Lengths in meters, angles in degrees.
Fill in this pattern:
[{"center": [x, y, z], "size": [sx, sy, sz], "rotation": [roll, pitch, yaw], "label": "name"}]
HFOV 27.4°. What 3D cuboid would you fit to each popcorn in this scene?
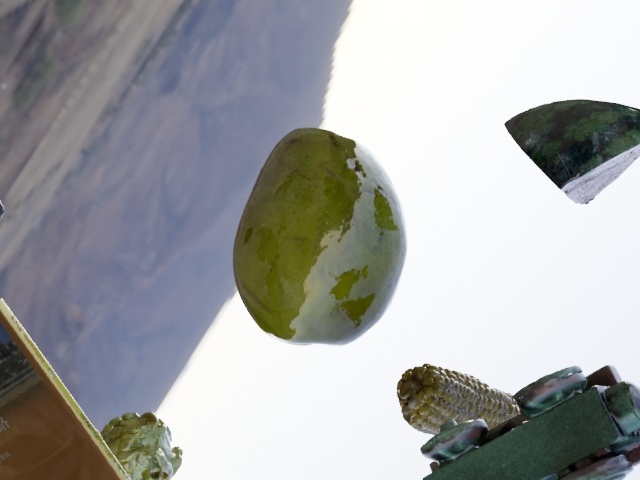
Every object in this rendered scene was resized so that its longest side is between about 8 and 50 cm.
[{"center": [-0.294, 0.343, 2.094], "size": [0.141, 0.135, 0.162], "rotation": [-50, 179, -37], "label": "popcorn"}]

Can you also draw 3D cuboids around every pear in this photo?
[{"center": [0.000, 0.000, 1.858], "size": [0.253, 0.253, 0.307], "rotation": [149, -48, -74], "label": "pear"}]

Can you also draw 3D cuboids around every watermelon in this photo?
[{"center": [0.367, -0.133, 1.798], "size": [0.207, 0.136, 0.202], "rotation": [-15, 171, -1], "label": "watermelon"}]

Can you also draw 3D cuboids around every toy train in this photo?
[{"center": [0.259, 0.248, 1.507], "size": [0.304, 0.150, 0.221], "rotation": [-33, 158, 26], "label": "toy train"}]

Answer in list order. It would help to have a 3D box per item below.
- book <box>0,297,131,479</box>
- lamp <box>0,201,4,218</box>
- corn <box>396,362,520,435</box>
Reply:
[{"center": [-0.401, 0.288, 1.712], "size": [0.262, 0.374, 0.028], "rotation": [-31, -174, 24], "label": "book"}, {"center": [-0.617, -0.085, 2.058], "size": [0.101, 0.250, 0.101], "rotation": [-163, -90, -76], "label": "lamp"}, {"center": [0.231, 0.243, 1.803], "size": [0.101, 0.292, 0.101], "rotation": [-45, -146, 42], "label": "corn"}]
